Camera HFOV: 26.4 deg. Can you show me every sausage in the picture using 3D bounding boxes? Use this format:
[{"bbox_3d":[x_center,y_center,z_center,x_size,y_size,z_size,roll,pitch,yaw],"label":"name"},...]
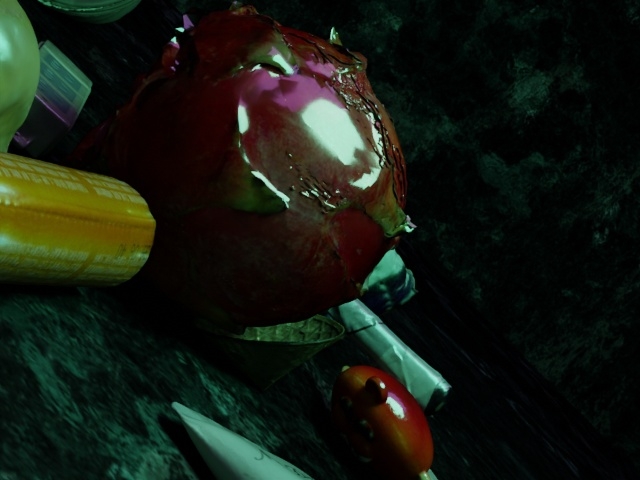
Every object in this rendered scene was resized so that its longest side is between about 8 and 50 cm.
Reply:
[{"bbox_3d":[-0.212,-0.014,0.944,0.093,0.093,0.312,48,9,12],"label":"sausage"}]

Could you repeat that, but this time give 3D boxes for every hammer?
[{"bbox_3d":[-0.029,0.030,1.444,0.427,0.152,0.044,47,8,7],"label":"hammer"}]

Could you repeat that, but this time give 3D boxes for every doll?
[{"bbox_3d":[0.068,0.200,1.380,0.183,0.085,0.217,50,-9,22],"label":"doll"}]

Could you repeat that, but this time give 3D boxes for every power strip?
[{"bbox_3d":[-0.282,-0.147,1.384,0.078,0.052,0.272,45,8,-14],"label":"power strip"}]

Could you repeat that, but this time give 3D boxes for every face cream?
[{"bbox_3d":[0.012,0.230,0.979,0.314,0.089,0.143,38,1,36],"label":"face cream"}]

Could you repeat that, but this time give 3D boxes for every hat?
[{"bbox_3d":[-0.051,0.110,1.290,0.146,0.067,0.146,3,9,-1],"label":"hat"}]

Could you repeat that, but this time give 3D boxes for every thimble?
[{"bbox_3d":[0.000,0.000,1.605,0.237,0.150,0.237,62,-3,5],"label":"thimble"}]

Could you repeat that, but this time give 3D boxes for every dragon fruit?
[{"bbox_3d":[-0.072,-0.064,1.243,0.301,0.295,0.295,32,14,-28],"label":"dragon fruit"}]

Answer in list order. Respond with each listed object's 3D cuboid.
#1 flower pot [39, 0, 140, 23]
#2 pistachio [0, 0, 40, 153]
[{"bbox_3d":[-0.331,-0.407,1.980,0.235,0.235,0.140,48,-14,11],"label":"flower pot"},{"bbox_3d":[-0.307,-0.161,0.942,0.260,0.163,0.213,45,-24,15],"label":"pistachio"}]
